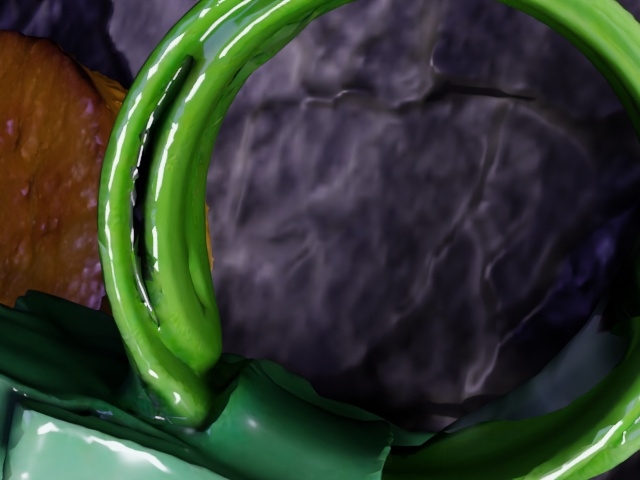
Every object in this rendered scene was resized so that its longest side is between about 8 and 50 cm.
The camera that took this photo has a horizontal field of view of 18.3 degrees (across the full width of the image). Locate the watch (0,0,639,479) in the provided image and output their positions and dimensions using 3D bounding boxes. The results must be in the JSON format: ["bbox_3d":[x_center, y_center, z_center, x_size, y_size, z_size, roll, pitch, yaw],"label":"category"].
[{"bbox_3d":[0.000,0.000,0.436,0.165,0.131,0.152,27,98,4],"label":"watch"}]

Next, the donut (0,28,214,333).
[{"bbox_3d":[-0.093,0.011,0.583,0.152,0.058,0.151,-12,71,38],"label":"donut"}]
